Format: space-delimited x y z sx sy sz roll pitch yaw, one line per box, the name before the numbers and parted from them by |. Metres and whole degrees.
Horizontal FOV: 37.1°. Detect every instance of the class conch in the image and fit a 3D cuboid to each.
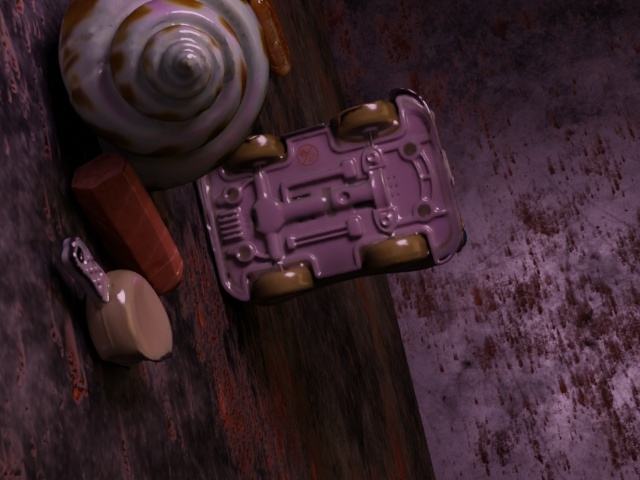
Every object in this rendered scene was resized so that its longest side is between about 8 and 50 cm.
conch | -0.154 -0.162 0.968 0.368 0.197 0.249 -50 142 -74

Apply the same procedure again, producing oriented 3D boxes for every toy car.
toy car | 0.020 -0.046 1.334 0.226 0.336 0.242 24 51 -80

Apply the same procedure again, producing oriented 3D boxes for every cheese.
cheese | -0.183 0.065 0.853 0.171 0.048 0.092 55 19 -64

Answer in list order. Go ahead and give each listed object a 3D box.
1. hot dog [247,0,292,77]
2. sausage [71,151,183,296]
hot dog | -0.115 -0.449 2.030 0.092 0.062 0.235 -96 169 -45
sausage | -0.182 -0.003 0.941 0.065 0.065 0.169 -93 164 -52
